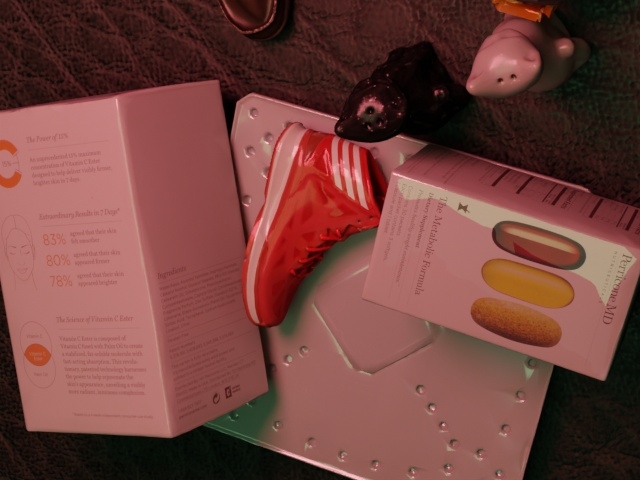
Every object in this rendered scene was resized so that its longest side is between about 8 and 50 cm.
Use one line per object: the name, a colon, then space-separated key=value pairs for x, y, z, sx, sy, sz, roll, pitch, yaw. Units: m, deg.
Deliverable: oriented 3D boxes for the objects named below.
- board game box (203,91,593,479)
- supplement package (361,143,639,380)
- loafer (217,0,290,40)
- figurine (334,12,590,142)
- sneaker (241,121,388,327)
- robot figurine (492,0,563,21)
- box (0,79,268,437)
board game box: x=0.065 y=0.072 z=1.516 sx=0.390 sy=0.050 sz=0.390 roll=17 pitch=110 yaw=15
supplement package: x=0.184 y=0.015 z=1.353 sx=0.244 sy=0.134 sz=0.139 roll=18 pitch=111 yaw=15
loafer: x=-0.100 y=-0.307 z=1.453 sx=0.080 sy=0.078 sz=0.220 roll=-18 pitch=98 yaw=24
figurine: x=0.133 y=-0.152 z=1.337 sx=0.215 sy=0.209 sz=0.092 roll=-18 pitch=98 yaw=24
sneaker: x=0.000 y=0.000 z=1.445 sx=0.128 sy=0.087 sz=0.221 roll=17 pitch=111 yaw=17
robot figurine: x=0.132 y=-0.302 z=1.318 sx=0.291 sy=0.211 sz=0.085 roll=27 pitch=142 yaw=13
box: x=-0.210 y=0.018 z=1.500 sx=0.215 sy=0.168 sz=0.345 roll=-3 pitch=99 yaw=35
